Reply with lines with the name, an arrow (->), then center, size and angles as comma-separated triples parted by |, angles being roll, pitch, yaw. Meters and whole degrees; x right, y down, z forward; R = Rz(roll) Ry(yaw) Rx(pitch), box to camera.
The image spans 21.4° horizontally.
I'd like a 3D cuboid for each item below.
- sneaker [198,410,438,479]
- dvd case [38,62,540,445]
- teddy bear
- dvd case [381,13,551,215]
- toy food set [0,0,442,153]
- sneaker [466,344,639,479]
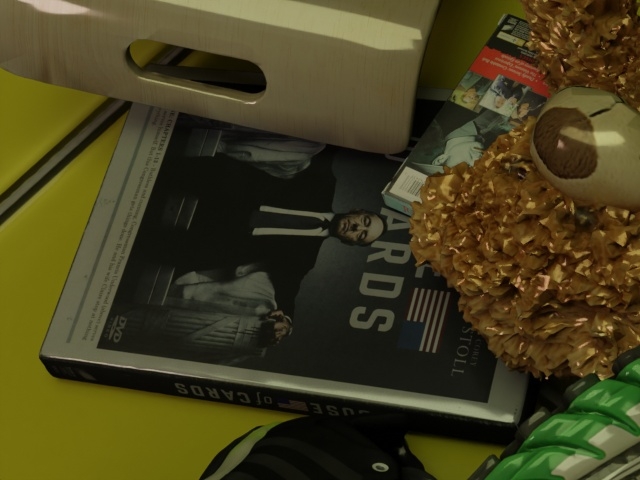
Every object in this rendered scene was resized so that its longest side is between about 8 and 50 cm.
sneaker -> 0.002, 0.111, 0.655 | 0.097, 0.084, 0.235 | -19, 13, 8
dvd case -> 0.000, 0.000, 0.825 | 0.238, 0.029, 0.179 | 6, 61, 19
teddy bear -> 0.196, -0.074, 0.742 | 0.338, 0.113, 0.245 | -19, 69, -11
dvd case -> 0.096, -0.049, 0.805 | 0.087, 0.013, 0.119 | 24, 66, 25
toy food set -> -0.015, -0.187, 0.909 | 0.219, 0.092, 0.306 | 13, 56, 12
sneaker -> 0.195, 0.105, 0.630 | 0.343, 0.134, 0.146 | -17, 59, -6
